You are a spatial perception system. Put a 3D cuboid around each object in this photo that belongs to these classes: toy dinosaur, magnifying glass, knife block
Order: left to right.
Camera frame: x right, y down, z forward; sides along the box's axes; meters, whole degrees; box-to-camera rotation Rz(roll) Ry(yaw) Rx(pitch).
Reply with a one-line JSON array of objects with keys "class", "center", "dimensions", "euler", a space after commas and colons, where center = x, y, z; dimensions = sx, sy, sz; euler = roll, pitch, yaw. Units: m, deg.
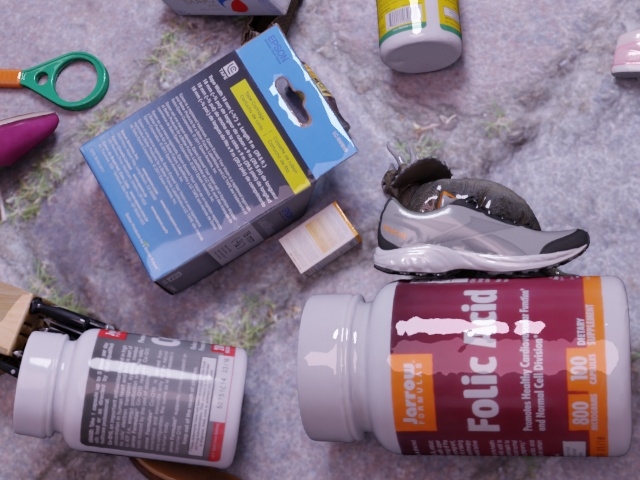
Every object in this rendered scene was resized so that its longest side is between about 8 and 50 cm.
[{"class": "knife block", "center": [-0.439, 0.099, 1.694], "dimensions": [0.242, 0.088, 0.275], "euler": [-26, 71, 3]}, {"class": "magnifying glass", "center": [-0.436, -0.248, 1.826], "dimensions": [0.231, 0.026, 0.092], "euler": [4, 76, 11]}, {"class": "toy dinosaur", "center": [0.200, -0.022, 1.573], "dimensions": [0.314, 0.121, 0.160], "euler": [18, 93, 20]}]

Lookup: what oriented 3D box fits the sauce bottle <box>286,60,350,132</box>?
[{"class": "sauce bottle", "center": [-0.003, -0.203, 1.708], "dimensions": [0.042, 0.042, 0.128], "euler": [-37, 73, 0]}]

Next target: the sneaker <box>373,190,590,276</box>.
[{"class": "sneaker", "center": [0.203, -0.008, 1.481], "dimensions": [0.272, 0.100, 0.108], "euler": [1, 89, 0]}]

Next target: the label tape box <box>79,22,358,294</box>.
[{"class": "label tape box", "center": [-0.136, -0.112, 1.677], "dimensions": [0.334, 0.106, 0.240], "euler": [-31, 71, 1]}]

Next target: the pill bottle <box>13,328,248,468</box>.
[{"class": "pill bottle", "center": [-0.245, 0.202, 1.546], "dimensions": [0.283, 0.161, 0.161], "euler": [8, 76, -5]}]

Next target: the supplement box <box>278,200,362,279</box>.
[{"class": "supplement box", "center": [0.000, 0.000, 1.653], "dimensions": [0.098, 0.036, 0.062], "euler": [-34, 71, 1]}]

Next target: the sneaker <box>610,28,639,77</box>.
[{"class": "sneaker", "center": [0.467, -0.258, 1.615], "dimensions": [0.134, 0.051, 0.070], "euler": [4, 81, 17]}]

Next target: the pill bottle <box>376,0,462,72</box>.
[{"class": "pill bottle", "center": [0.136, -0.354, 1.679], "dimensions": [0.118, 0.117, 0.208], "euler": [-7, 74, 10]}]

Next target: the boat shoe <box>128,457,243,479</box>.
[{"class": "boat shoe", "center": [-0.176, 0.331, 1.582], "dimensions": [0.207, 0.073, 0.073], "euler": [27, 122, 24]}]

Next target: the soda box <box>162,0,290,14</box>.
[{"class": "soda box", "center": [-0.140, -0.377, 1.733], "dimensions": [0.216, 0.069, 0.073], "euler": [8, 73, 36]}]

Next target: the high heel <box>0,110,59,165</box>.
[{"class": "high heel", "center": [-0.541, -0.056, 1.773], "dimensions": [0.377, 0.127, 0.181], "euler": [-24, 99, 1]}]

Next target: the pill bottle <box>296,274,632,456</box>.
[{"class": "pill bottle", "center": [0.180, 0.156, 1.471], "dimensions": [0.392, 0.224, 0.224], "euler": [-2, 74, 12]}]

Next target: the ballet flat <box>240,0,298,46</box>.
[{"class": "ballet flat", "center": [-0.064, -0.379, 1.760], "dimensions": [0.084, 0.058, 0.249], "euler": [15, 79, 15]}]
